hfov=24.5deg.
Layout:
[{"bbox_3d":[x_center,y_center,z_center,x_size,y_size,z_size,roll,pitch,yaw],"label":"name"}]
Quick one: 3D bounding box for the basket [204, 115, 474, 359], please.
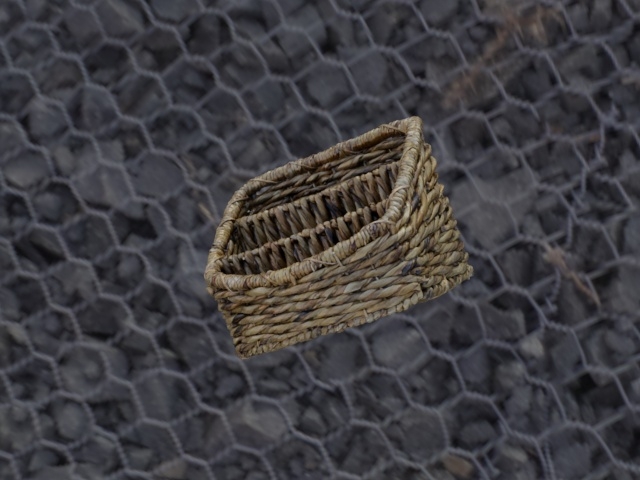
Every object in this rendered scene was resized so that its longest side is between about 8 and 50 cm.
[{"bbox_3d":[0.000,0.000,1.827,0.299,0.213,0.223,-18,92,30],"label":"basket"}]
